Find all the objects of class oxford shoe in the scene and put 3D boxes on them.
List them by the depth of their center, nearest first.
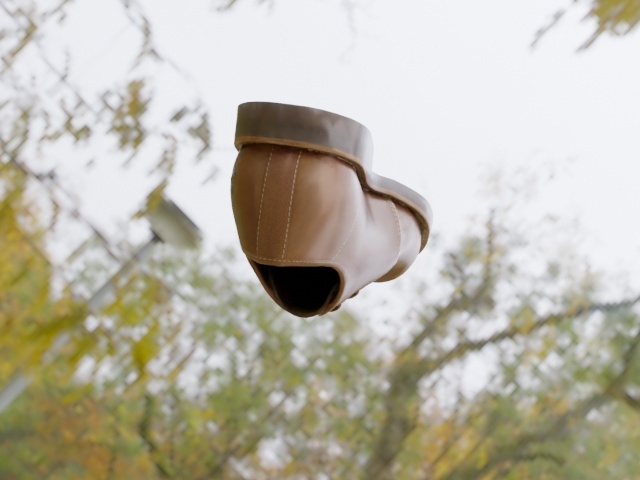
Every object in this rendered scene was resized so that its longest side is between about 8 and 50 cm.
[{"bbox_3d":[0.000,0.000,0.724,0.076,0.076,0.212,7,-8,17],"label":"oxford shoe"}]
